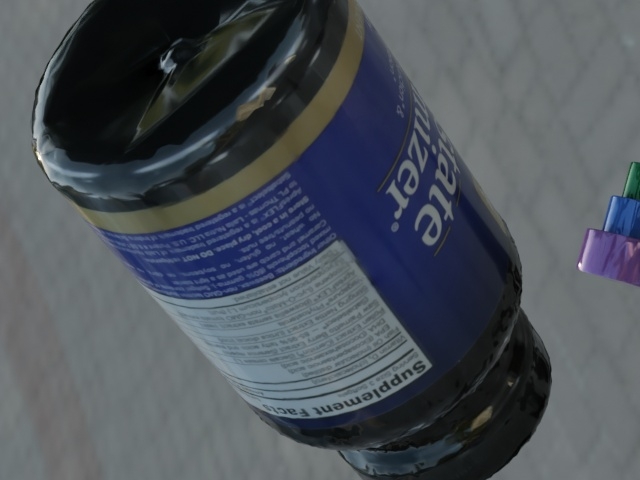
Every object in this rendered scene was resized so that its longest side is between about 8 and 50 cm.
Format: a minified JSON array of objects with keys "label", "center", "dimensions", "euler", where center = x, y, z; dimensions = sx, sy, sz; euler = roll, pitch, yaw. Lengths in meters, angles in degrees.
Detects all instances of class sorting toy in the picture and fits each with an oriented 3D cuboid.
[{"label":"sorting toy","center":[0.336,-0.005,1.289],"dimensions":[0.365,0.127,0.126],"euler":[14,89,47]}]

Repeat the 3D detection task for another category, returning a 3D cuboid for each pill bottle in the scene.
[{"label":"pill bottle","center":[0.000,0.000,0.700],"dimensions":[0.123,0.219,0.123],"euler":[-21,42,20]}]
